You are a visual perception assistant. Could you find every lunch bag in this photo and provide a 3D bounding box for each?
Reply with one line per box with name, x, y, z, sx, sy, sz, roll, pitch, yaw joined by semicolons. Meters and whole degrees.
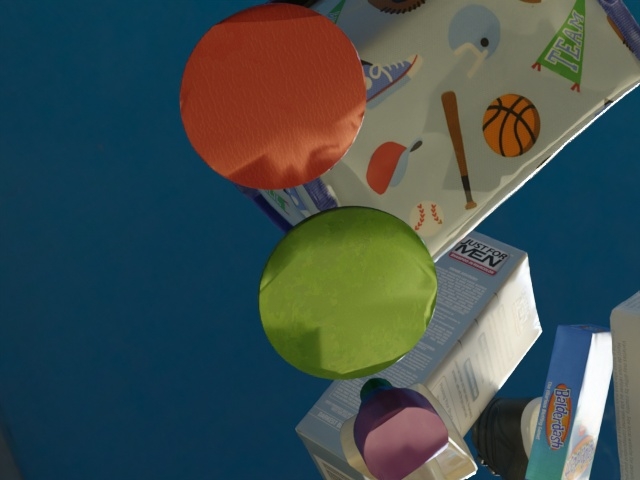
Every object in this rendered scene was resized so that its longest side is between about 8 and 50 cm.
lunch bag;0.056;-0.153;1.023;0.328;0.385;0.239;-38;-73;-7

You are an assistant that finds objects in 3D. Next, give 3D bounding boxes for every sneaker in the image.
sneaker;0.303;0.354;1.563;0.105;0.147;0.295;-17;-79;-26

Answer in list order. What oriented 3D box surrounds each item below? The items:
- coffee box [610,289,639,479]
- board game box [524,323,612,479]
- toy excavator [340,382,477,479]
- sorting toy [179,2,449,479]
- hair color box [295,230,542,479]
coffee box;0.504;0.180;0.965;0.338;0.334;0.337;-25;-64;-35
board game box;0.316;0.211;1.344;0.160;0.047;0.210;6;-84;-63
toy excavator;0.186;0.375;0.853;0.222;0.433;0.445;-29;-63;9
sorting toy;0.000;0.000;0.785;0.127;0.126;0.365;-23;-69;-5
hair color box;0.144;0.182;1.447;0.374;0.114;0.185;-48;-38;-23
